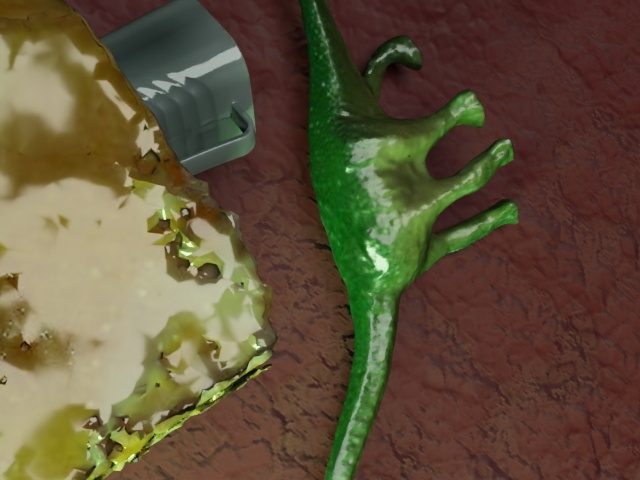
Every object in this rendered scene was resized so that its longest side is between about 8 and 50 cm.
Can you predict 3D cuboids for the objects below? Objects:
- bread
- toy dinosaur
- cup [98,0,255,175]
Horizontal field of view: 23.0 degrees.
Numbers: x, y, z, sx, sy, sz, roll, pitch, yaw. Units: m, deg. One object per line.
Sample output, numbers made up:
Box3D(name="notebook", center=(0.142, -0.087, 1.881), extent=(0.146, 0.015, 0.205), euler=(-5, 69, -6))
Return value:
Box3D(name="bread", center=(-0.215, 0.030, 0.954), extent=(0.315, 0.248, 0.279), euler=(47, 67, -1))
Box3D(name="toy dinosaur", center=(0.000, 0.000, 1.126), extent=(0.301, 0.087, 0.447), euler=(-35, 90, -15))
Box3D(name="cup", center=(-0.109, -0.088, 1.073), extent=(0.129, 0.095, 0.128), euler=(-28, 53, -18))
